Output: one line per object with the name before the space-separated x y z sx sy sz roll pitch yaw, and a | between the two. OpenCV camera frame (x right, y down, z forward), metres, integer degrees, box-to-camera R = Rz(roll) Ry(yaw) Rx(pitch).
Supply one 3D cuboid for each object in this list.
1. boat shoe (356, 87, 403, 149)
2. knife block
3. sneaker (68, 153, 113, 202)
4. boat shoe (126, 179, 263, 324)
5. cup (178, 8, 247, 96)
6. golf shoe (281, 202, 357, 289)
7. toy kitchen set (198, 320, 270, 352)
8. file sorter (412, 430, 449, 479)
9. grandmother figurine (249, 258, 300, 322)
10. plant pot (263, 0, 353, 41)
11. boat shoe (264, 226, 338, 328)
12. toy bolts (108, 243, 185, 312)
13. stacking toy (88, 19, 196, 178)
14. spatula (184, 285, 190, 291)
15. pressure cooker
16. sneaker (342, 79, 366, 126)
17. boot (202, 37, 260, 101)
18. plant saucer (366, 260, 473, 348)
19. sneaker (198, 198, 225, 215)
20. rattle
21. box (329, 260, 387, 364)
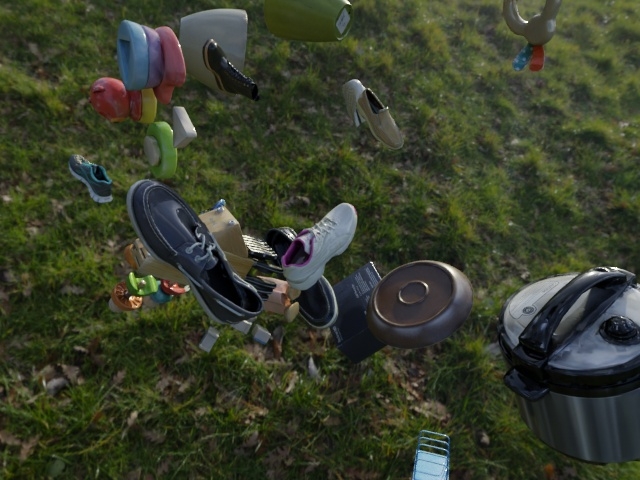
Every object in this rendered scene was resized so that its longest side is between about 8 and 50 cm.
boat shoe | 0.166 -0.334 1.150 0.068 0.072 0.190 -33 79 -23
knife block | -0.222 0.065 0.893 0.275 0.242 0.088 -24 38 -21
sneaker | -0.600 -0.179 1.109 0.166 0.076 0.065 45 36 9
boat shoe | -0.132 0.015 0.477 0.065 0.206 0.075 -6 35 35
cup | -0.442 -0.767 1.673 0.237 0.331 0.331 4 33 -22
golf shoe | 0.000 0.000 1.214 0.115 0.140 0.306 27 73 30
toy kitchen set | -0.320 0.366 1.563 0.207 0.166 0.122 31 -9 -10
file sorter | 0.395 0.775 1.483 0.118 0.104 0.170 5 13 17
grandmother figurine | -0.234 0.153 1.333 0.342 0.208 0.104 7 -4 22
plant pot | -0.026 -0.913 1.677 0.293 0.275 0.275 32 37 21
boat shoe | -0.097 0.148 1.764 0.500 0.187 0.156 61 15 22
toy bolts | -0.608 0.147 1.434 0.228 0.158 0.218 26 33 -54
stacking toy | -0.398 -0.288 0.907 0.130 0.309 0.279 -11 80 -37
spatula | -0.612 0.219 1.707 0.168 0.019 0.242 -24 6 -13
pressure cooker | 0.648 0.278 1.035 0.375 0.420 0.370 -12 30 26
sneaker | 0.136 -0.473 1.403 0.095 0.235 0.090 -27 79 3
boot | -0.262 -0.511 1.268 0.137 0.077 0.198 26 -9 15
plant saucer | 0.266 0.161 1.182 0.310 0.050 0.310 -21 33 15
sneaker | -0.498 -0.122 1.869 0.078 0.067 0.188 29 64 23
rattle | 0.469 -0.463 0.877 0.143 0.200 0.130 -26 12 -39
box | 0.196 0.327 1.931 0.312 0.179 0.343 -33 37 8
